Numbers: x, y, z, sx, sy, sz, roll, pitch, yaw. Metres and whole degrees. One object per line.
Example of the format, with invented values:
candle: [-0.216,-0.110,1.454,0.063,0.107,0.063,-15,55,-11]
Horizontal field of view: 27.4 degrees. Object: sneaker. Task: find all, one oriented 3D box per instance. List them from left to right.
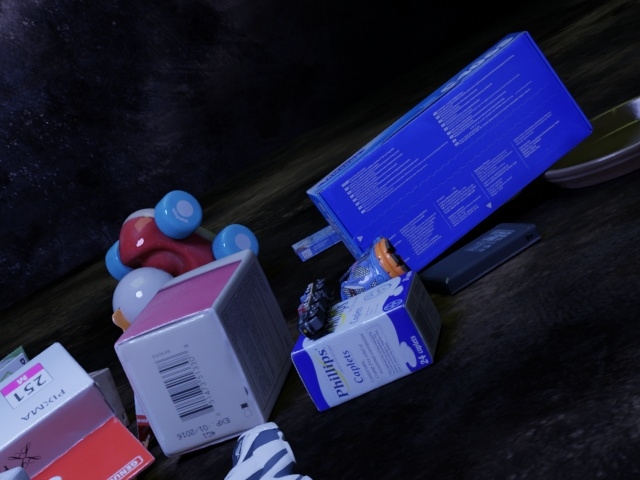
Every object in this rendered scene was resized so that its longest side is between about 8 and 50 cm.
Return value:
sneaker: [-0.081,0.230,1.062,0.153,0.094,0.235,-21,19,-10]
sneaker: [0.061,0.047,1.556,0.087,0.083,0.221,-36,-8,1]

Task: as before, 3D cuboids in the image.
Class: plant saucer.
plant saucer: [0.413,-0.140,1.744,0.278,0.041,0.278,-27,10,5]

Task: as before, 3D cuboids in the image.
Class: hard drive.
hard drive: [0.189,0.021,1.586,0.135,0.022,0.094,-31,11,-16]

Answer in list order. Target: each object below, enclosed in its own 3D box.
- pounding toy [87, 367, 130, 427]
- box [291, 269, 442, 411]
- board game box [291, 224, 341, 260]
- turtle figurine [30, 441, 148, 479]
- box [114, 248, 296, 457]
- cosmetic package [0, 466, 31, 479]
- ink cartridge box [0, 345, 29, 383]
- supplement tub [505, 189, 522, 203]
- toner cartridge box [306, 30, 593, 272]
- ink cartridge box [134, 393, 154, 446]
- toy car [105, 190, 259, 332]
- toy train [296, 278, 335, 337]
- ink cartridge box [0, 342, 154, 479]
pounding toy: [-0.329,0.238,1.636,0.181,0.094,0.206,-18,4,26]
box: [0.051,0.104,1.401,0.137,0.072,0.126,-26,10,15]
board game box: [0.000,0.000,2.184,0.090,0.020,0.090,-29,9,-4]
turtle figurine: [-0.339,0.288,1.473,0.269,0.087,0.217,-36,13,-39]
box: [-0.126,0.125,1.522,0.127,0.149,0.232,-21,12,13]
cosmetic package: [-0.355,0.354,1.018,0.217,0.156,0.385,-24,12,21]
ink cartridge box: [-0.465,0.242,1.963,0.062,0.109,0.209,-21,12,32]
supplement tub: [0.230,-0.102,1.843,0.071,0.107,0.071,-26,10,5]
toner cartridge box: [0.169,-0.103,1.712,0.348,0.165,0.075,-38,10,-6]
ink cartridge box: [-0.198,0.191,1.560,0.029,0.115,0.063,-1,16,8]
toy car: [-0.246,0.086,2.097,0.219,0.210,0.238,-36,31,47]
toy train: [-0.007,0.074,1.425,0.036,0.027,0.158,-37,8,10]
ink cartridge box: [-0.339,0.247,1.389,0.275,0.060,0.239,-37,30,-15]
